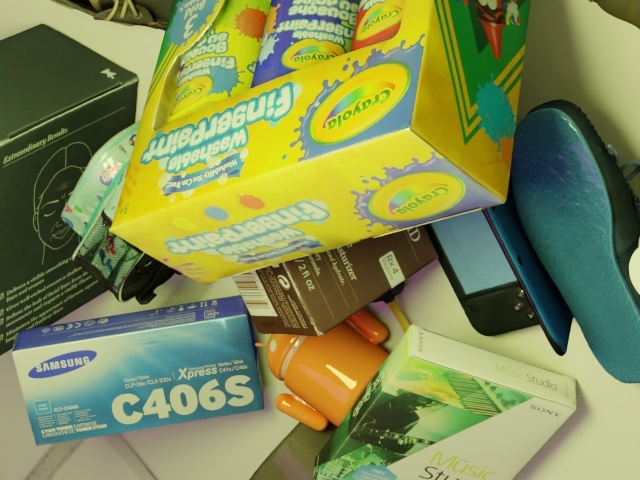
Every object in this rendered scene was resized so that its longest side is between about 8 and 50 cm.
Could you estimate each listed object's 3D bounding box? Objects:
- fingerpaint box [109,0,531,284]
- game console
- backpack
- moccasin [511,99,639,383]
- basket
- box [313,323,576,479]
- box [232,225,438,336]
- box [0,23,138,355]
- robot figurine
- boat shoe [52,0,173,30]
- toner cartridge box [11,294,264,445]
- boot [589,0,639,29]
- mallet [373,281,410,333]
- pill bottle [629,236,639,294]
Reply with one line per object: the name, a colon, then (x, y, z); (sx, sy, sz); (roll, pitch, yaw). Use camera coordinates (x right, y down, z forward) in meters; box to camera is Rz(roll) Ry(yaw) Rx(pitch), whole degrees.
fingerpaint box: (0.000, -0.183, 1.518); (0.444, 0.371, 0.163); (-15, 143, 42)
game console: (0.174, -0.003, 1.630); (0.250, 0.173, 0.293); (-21, 99, 49)
backpack: (-0.220, -0.065, 1.915); (0.191, 0.225, 0.253); (47, 132, 3)
moccasin: (0.312, -0.005, 1.560); (0.137, 0.117, 0.342); (-5, 114, 42)
basket: (0.029, 0.373, 2.005); (0.227, 0.154, 0.204); (43, 137, 9)
box: (0.155, 0.253, 1.801); (0.232, 0.058, 0.322); (18, 134, -12)
box: (0.000, 0.000, 1.744); (0.167, 0.203, 0.168); (-5, 114, 61)
box: (-0.457, -0.073, 2.065); (0.212, 0.293, 0.396); (31, 130, 24)
robot figurine: (0.015, 0.175, 1.912); (0.219, 0.128, 0.158); (37, 133, 20)
boat shoe: (-0.259, -0.336, 1.857); (0.355, 0.130, 0.132); (16, 123, 34)
toner cartridge box: (-0.266, 0.193, 2.057); (0.347, 0.075, 0.165); (-10, 112, 0)
boot: (0.361, -0.294, 1.391); (0.106, 0.082, 0.219); (40, 141, -3)
mallet: (0.125, 0.120, 1.855); (0.190, 0.039, 0.062); (54, 140, -2)
pill bottle: (0.395, -0.002, 1.436); (0.103, 0.184, 0.103); (20, 126, 31)
